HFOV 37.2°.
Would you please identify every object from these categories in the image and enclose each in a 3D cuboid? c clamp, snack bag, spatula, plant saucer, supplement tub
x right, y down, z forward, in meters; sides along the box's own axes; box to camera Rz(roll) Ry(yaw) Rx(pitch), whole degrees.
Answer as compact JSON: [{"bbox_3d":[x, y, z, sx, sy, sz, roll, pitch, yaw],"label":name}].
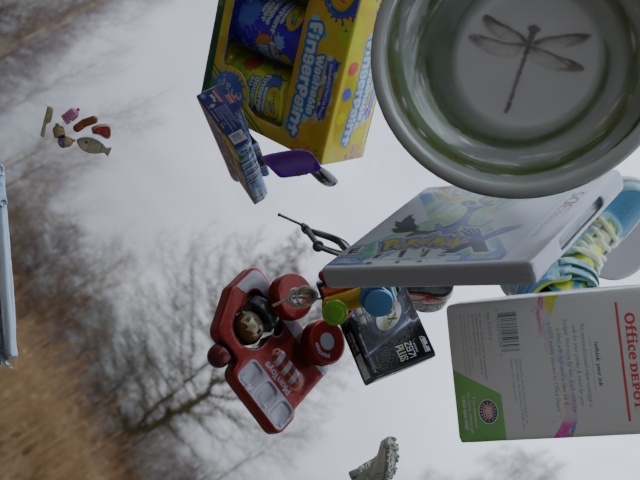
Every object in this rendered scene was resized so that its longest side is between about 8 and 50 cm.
[{"bbox_3d":[0.000,0.000,1.780,0.137,0.022,0.161,18,12,-25],"label":"c clamp"},{"bbox_3d":[-0.554,0.058,1.620,0.342,0.037,0.323,163,-77,-67],"label":"snack bag"},{"bbox_3d":[-0.017,-0.123,1.682,0.296,0.084,0.030,10,71,-73],"label":"spatula"},{"bbox_3d":[0.270,-0.247,1.263,0.400,0.400,0.100,53,10,16],"label":"plant saucer"},{"bbox_3d":[0.579,-0.029,2.077,0.191,0.191,0.272,63,-7,-18],"label":"supplement tub"}]

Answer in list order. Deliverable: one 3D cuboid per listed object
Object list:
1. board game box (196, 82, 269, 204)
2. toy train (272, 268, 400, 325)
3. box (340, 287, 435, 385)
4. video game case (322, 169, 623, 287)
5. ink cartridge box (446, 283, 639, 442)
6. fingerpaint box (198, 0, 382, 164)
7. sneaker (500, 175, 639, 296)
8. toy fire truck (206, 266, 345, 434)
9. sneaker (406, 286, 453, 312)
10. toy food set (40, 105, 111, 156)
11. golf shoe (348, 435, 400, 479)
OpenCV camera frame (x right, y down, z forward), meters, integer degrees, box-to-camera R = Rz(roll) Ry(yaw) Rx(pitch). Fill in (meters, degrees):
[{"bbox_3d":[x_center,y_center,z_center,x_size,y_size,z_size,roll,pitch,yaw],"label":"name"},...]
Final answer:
[{"bbox_3d":[-0.152,-0.169,1.832,0.194,0.060,0.194,54,-12,40],"label":"board game box"},{"bbox_3d":[0.022,0.116,1.757,0.143,0.248,0.105,-77,149,-73],"label":"toy train"},{"bbox_3d":[0.131,0.190,1.983,0.077,0.147,0.180,124,-55,-67],"label":"box"},{"bbox_3d":[0.212,-0.017,1.328,0.329,0.300,0.036,-4,-67,41],"label":"video game case"},{"bbox_3d":[0.375,0.174,1.379,0.119,0.353,0.207,3,81,-70],"label":"ink cartridge box"},{"bbox_3d":[-0.042,-0.435,1.995,0.371,0.163,0.445,29,-63,30],"label":"fingerpaint box"},{"bbox_3d":[0.472,0.030,1.665,0.127,0.319,0.208,44,12,-18],"label":"sneaker"},{"bbox_3d":[-0.112,0.222,2.013,0.169,0.254,0.302,-18,-68,48],"label":"toy fire truck"},{"bbox_3d":[0.191,0.120,2.358,0.145,0.270,0.090,86,11,-68],"label":"sneaker"},{"bbox_3d":[-0.412,-0.189,1.631,0.078,0.122,0.019,-70,-153,19],"label":"toy food set"},{"bbox_3d":[0.089,0.415,1.677,0.086,0.069,0.176,16,-64,16],"label":"golf shoe"}]
